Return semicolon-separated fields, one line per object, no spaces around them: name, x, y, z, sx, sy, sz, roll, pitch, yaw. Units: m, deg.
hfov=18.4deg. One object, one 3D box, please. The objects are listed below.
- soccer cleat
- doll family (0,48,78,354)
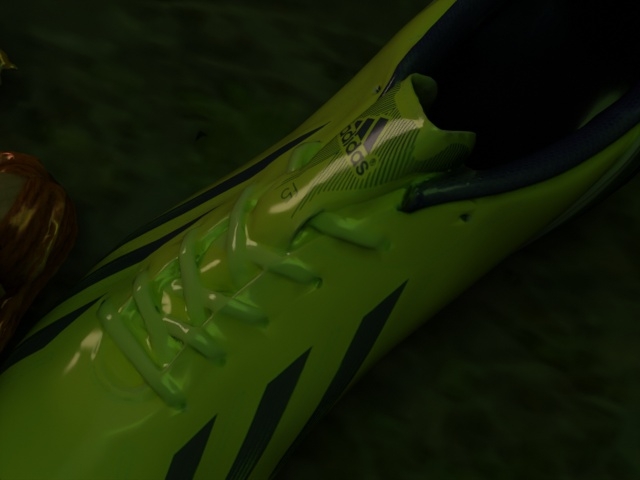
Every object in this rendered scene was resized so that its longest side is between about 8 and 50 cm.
soccer cleat;0.000;-0.001;0.605;0.289;0.121;0.093;-38;78;-11
doll family;-0.170;-0.020;0.628;0.163;0.118;0.263;-32;58;-4
